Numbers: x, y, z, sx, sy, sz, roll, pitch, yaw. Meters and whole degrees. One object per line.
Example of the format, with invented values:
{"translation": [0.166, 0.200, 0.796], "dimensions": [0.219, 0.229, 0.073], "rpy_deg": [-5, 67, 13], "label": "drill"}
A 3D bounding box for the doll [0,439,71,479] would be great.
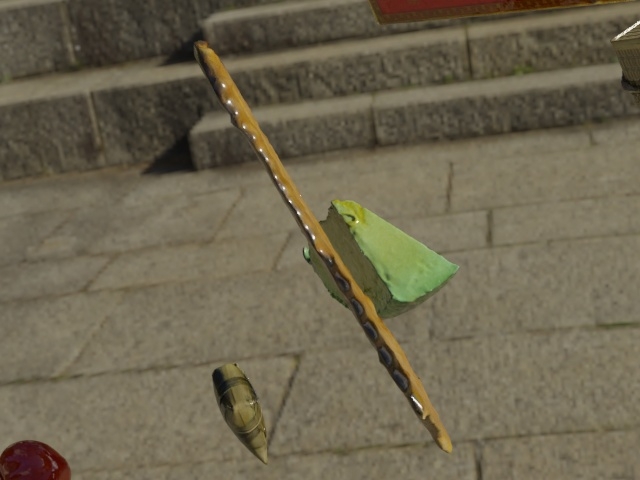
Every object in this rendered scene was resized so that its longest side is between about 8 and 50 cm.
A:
{"translation": [-0.270, 0.264, 0.692], "dimensions": [0.199, 0.105, 0.336], "rpy_deg": [-26, 24, 31], "label": "doll"}

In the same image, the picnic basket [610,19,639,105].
{"translation": [0.394, -0.207, 1.153], "dimensions": [0.164, 0.079, 0.115], "rpy_deg": [-33, 19, -20], "label": "picnic basket"}

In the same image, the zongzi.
{"translation": [-0.074, 0.167, 1.094], "dimensions": [0.040, 0.083, 0.076], "rpy_deg": [-27, 36, -4], "label": "zongzi"}

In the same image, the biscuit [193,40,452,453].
{"translation": [0.000, 0.000, 0.593], "dimensions": [0.013, 0.232, 0.237], "rpy_deg": [-31, 7, 2], "label": "biscuit"}

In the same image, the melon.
{"translation": [0.022, 0.018, 0.914], "dimensions": [0.053, 0.114, 0.262], "rpy_deg": [-46, 9, -13], "label": "melon"}

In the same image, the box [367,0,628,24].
{"translation": [0.117, -0.241, 0.800], "dimensions": [0.239, 0.153, 0.074], "rpy_deg": [6, 37, 46], "label": "box"}
